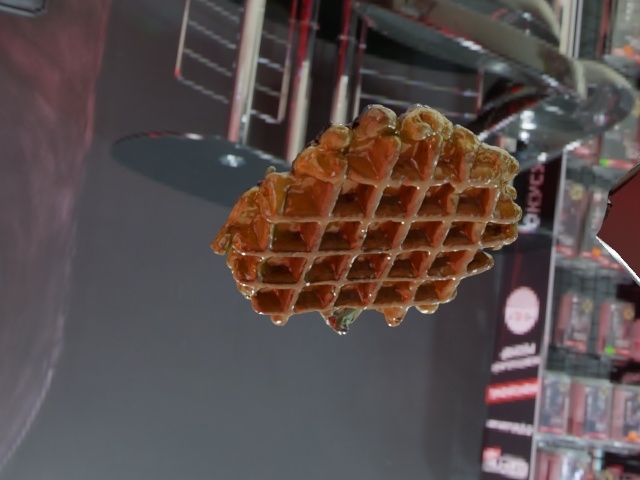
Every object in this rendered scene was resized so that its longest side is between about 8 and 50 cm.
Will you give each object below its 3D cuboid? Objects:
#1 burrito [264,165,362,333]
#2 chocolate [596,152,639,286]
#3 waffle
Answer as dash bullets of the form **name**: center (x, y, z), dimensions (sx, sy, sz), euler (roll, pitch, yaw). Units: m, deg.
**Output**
- **burrito**: center (0.000, 0.000, 1.340), dimensions (0.104, 0.288, 0.054), euler (-25, 144, -9)
- **chocolate**: center (0.538, -0.065, 1.226), dimensions (0.314, 0.326, 0.297), euler (44, -156, -10)
- **waffle**: center (0.051, -0.004, 0.933), dimensions (0.300, 0.058, 0.281), euler (19, 128, -38)
